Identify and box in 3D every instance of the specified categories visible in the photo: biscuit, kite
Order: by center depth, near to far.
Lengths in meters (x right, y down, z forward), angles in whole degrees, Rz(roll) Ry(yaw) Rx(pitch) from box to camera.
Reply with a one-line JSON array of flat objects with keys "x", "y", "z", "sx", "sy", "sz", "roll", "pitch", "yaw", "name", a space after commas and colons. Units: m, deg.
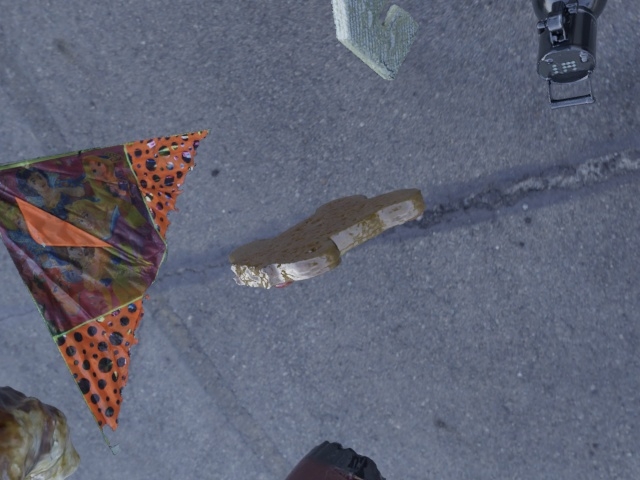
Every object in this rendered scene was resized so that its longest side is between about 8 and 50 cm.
[{"x": -0.135, "y": -0.009, "z": 0.330, "sx": 0.008, "sy": 0.222, "sz": 0.125, "roll": -15, "pitch": 143, "yaw": 39, "name": "kite"}, {"x": 0.115, "y": -0.465, "z": 1.260, "sx": 0.046, "sy": 0.250, "sz": 0.147, "roll": 32, "pitch": 95, "yaw": 44, "name": "biscuit"}, {"x": 0.000, "y": 0.000, "z": 1.289, "sx": 0.368, "sy": 0.394, "sz": 0.076, "roll": -3, "pitch": 114, "yaw": 53, "name": "biscuit"}]

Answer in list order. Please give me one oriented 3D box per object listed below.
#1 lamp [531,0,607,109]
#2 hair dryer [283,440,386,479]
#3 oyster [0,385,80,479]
[{"x": 0.444, "y": -0.381, "z": 1.057, "sx": 0.147, "sy": 0.228, "sz": 0.172, "roll": -2, "pitch": 153, "yaw": 32, "name": "lamp"}, {"x": 0.085, "y": 0.370, "z": 0.508, "sx": 0.340, "sy": 0.313, "sz": 0.123, "roll": 15, "pitch": 161, "yaw": 9, "name": "hair dryer"}, {"x": -0.306, "y": 0.198, "z": 0.481, "sx": 0.100, "sy": 0.271, "sz": 0.275, "roll": -9, "pitch": 122, "yaw": 8, "name": "oyster"}]
